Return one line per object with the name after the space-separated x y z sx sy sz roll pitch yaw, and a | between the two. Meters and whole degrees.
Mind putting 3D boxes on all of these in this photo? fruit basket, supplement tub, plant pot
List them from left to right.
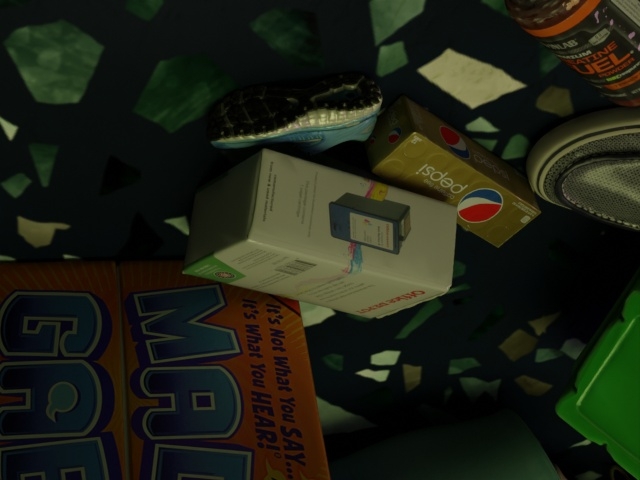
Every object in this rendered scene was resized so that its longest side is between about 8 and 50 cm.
0.152 0.330 1.611 0.255 0.271 0.272 -27 135 -5 | plant pot
0.229 -0.203 1.201 0.198 0.106 0.106 31 121 -34 | supplement tub
0.477 0.146 1.470 0.392 0.392 0.283 14 120 -24 | fruit basket

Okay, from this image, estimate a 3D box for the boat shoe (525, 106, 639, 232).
0.377 -0.030 1.363 0.340 0.158 0.127 2 133 -15 | boat shoe

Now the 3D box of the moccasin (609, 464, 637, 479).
0.425 0.362 1.777 0.147 0.139 0.380 9 148 -13 | moccasin

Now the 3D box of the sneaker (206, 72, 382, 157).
-0.023 -0.099 1.277 0.162 0.063 0.073 -8 138 -5 | sneaker

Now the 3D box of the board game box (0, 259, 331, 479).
-0.198 0.267 1.389 0.356 0.356 0.356 -1 134 -10 | board game box

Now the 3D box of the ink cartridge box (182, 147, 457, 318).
0.000 0.000 1.317 0.212 0.093 0.154 16 160 -24 | ink cartridge box

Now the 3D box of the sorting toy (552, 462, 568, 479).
0.312 0.390 1.751 0.208 0.038 0.193 46 135 6 | sorting toy

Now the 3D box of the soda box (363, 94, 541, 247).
0.126 -0.064 1.346 0.181 0.058 0.061 29 122 -33 | soda box
